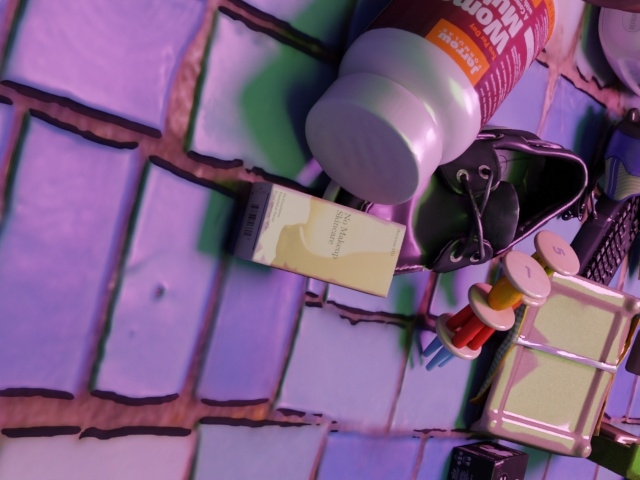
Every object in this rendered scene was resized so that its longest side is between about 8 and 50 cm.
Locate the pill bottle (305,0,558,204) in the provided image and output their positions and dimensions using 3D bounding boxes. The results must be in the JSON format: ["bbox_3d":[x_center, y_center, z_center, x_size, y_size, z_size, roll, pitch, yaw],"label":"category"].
[{"bbox_3d":[0.089,-0.136,0.856,0.221,0.121,0.121,-51,138,-32],"label":"pill bottle"}]

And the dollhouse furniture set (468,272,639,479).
[{"bbox_3d":[0.290,0.146,1.254,0.301,0.151,0.198,19,91,-25],"label":"dollhouse furniture set"}]

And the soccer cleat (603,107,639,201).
[{"bbox_3d":[0.449,-0.089,1.315,0.289,0.093,0.121,1,115,-34],"label":"soccer cleat"}]

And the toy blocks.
[{"bbox_3d":[0.165,0.064,1.036,0.123,0.054,0.148,-25,161,-51],"label":"toy blocks"}]

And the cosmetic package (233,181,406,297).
[{"bbox_3d":[0.000,0.000,0.803,0.115,0.041,0.060,15,89,-25],"label":"cosmetic package"}]

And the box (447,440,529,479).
[{"bbox_3d":[0.179,0.254,1.171,0.083,0.052,0.062,6,97,-53],"label":"box"}]

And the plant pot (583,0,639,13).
[{"bbox_3d":[0.221,-0.330,0.896,0.229,0.263,0.263,-2,103,-37],"label":"plant pot"}]

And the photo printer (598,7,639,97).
[{"bbox_3d":[0.428,-0.313,1.277,0.256,0.107,0.308,8,95,-55],"label":"photo printer"}]

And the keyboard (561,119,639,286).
[{"bbox_3d":[0.344,-0.013,1.330,0.317,0.033,0.202,-52,138,-32],"label":"keyboard"}]

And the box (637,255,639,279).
[{"bbox_3d":[0.455,-0.015,1.420,0.054,0.059,0.169,-48,143,-33],"label":"box"}]

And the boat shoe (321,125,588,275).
[{"bbox_3d":[0.132,-0.033,0.956,0.340,0.113,0.127,-11,111,-52],"label":"boat shoe"}]
